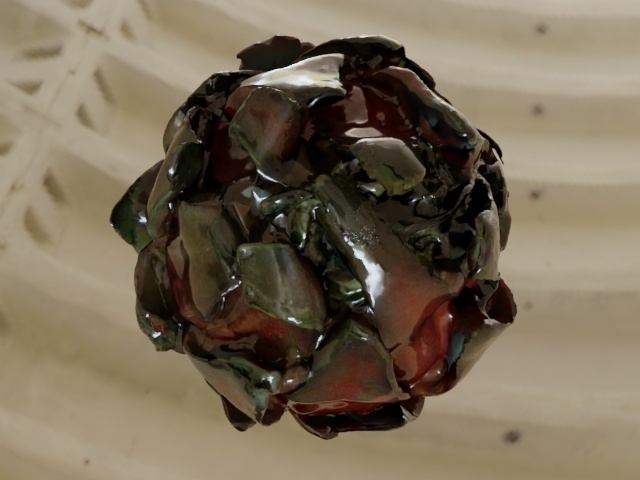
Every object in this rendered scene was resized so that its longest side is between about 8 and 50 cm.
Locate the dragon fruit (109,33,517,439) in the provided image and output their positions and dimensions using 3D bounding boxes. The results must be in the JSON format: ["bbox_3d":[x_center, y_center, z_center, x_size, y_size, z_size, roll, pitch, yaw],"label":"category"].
[{"bbox_3d":[0.002,-0.001,0.658,0.182,0.182,0.188,38,-153,0],"label":"dragon fruit"}]
